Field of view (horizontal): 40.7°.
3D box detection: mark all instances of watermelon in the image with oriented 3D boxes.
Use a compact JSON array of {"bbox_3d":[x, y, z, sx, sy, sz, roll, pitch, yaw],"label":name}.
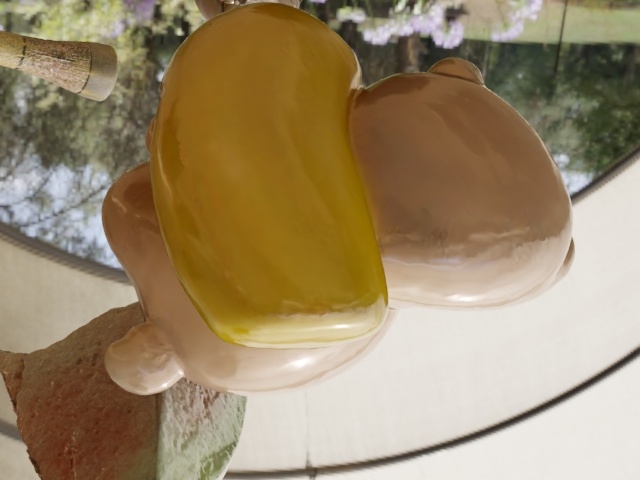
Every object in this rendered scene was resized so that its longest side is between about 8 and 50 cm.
[{"bbox_3d":[-0.183,0.181,0.794,0.193,0.231,0.310,-20,174,13],"label":"watermelon"}]

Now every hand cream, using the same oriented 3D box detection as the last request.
[{"bbox_3d":[-0.393,-0.256,1.222,0.203,0.083,0.084,7,-169,-36],"label":"hand cream"}]

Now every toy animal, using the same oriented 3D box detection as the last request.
[{"bbox_3d":[-0.008,-0.017,0.650,0.345,0.246,0.277,-14,-121,-36],"label":"toy animal"}]

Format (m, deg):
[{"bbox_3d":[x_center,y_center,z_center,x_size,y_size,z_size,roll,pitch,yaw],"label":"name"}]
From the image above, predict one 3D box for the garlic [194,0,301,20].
[{"bbox_3d":[-0.070,-0.369,1.356,0.257,0.207,0.207,44,-161,0],"label":"garlic"}]
